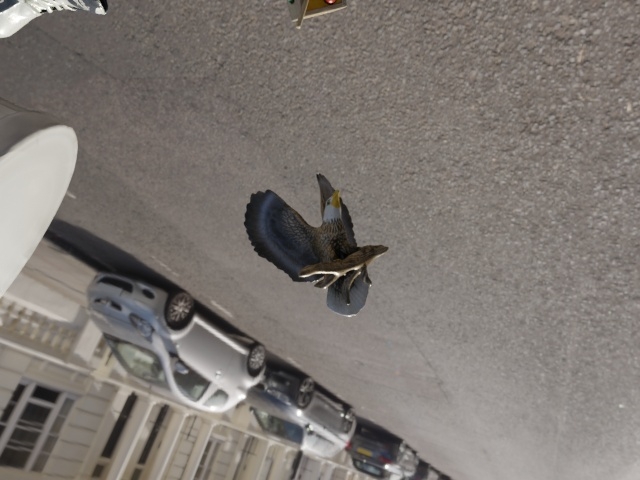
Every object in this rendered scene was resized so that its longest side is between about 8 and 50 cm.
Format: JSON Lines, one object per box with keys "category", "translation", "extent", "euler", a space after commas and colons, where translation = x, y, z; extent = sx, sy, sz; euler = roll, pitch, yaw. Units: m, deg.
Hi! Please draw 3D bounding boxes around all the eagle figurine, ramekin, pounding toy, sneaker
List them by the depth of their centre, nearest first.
{"category": "ramekin", "translation": [-0.335, -0.015, 0.421], "extent": [0.127, 0.273, 0.273], "euler": [31, 156, -13]}
{"category": "sneaker", "translation": [-0.425, -0.394, 0.821], "extent": [0.153, 0.235, 0.094], "euler": [42, 175, 13]}
{"category": "eagle figurine", "translation": [0.005, -0.010, 1.069], "extent": [0.226, 0.225, 0.298], "euler": [33, -177, -38]}
{"category": "pounding toy", "translation": [-0.021, -0.534, 1.107], "extent": [0.100, 0.141, 0.130], "euler": [31, 139, 62]}
